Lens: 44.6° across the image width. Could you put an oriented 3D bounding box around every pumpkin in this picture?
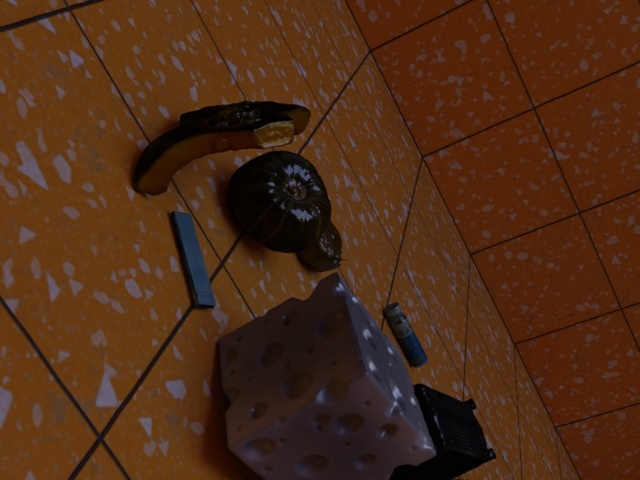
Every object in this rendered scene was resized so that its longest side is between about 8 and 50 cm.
[{"bbox_3d":[-0.160,-0.179,1.341,0.290,0.258,0.095,-73,155,-65],"label":"pumpkin"},{"bbox_3d":[-0.081,-0.072,1.559,0.218,0.162,0.219,23,45,-25],"label":"pumpkin"}]

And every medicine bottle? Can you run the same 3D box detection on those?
[{"bbox_3d":[0.234,0.260,2.137,0.191,0.051,0.051,61,21,-16],"label":"medicine bottle"}]

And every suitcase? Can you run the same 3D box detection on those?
[{"bbox_3d":[0.198,0.419,1.634,0.335,0.229,0.152,34,31,-54],"label":"suitcase"}]

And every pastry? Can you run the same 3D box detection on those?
[{"bbox_3d":[-0.005,0.001,1.772,0.153,0.081,0.153,39,33,-33],"label":"pastry"}]

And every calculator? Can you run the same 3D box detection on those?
[{"bbox_3d":[-0.213,0.033,1.309,0.057,0.018,0.172,17,54,-66],"label":"calculator"}]

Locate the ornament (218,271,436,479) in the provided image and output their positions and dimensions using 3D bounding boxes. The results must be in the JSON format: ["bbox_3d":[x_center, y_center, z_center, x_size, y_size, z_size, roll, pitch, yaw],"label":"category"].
[{"bbox_3d":[0.005,0.249,1.252,0.240,0.239,0.239,52,13,-36],"label":"ornament"}]

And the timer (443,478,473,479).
[{"bbox_3d":[0.226,0.625,1.407,0.386,0.376,0.376,-15,81,-26],"label":"timer"}]
